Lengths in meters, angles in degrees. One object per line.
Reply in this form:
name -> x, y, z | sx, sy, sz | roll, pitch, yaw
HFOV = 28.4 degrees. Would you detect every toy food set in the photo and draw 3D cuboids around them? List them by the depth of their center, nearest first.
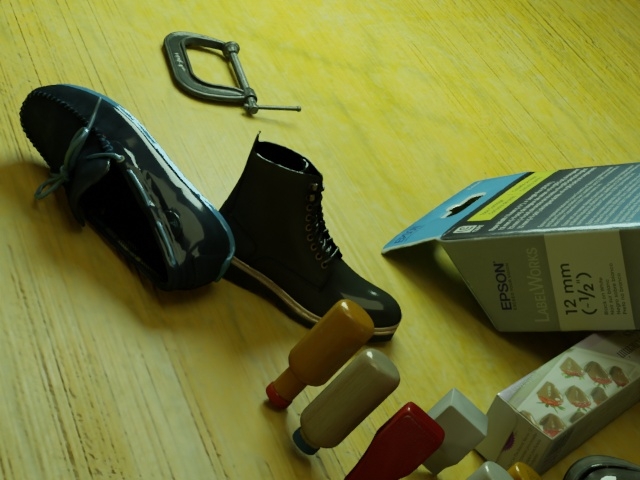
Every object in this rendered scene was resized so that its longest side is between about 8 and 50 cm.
toy food set -> 0.064, 0.168, 1.005 | 0.232, 0.104, 0.111 | 42, 18, -4

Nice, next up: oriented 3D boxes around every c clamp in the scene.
c clamp -> -0.112, -0.194, 1.466 | 0.137, 0.022, 0.161 | -1, 41, -26

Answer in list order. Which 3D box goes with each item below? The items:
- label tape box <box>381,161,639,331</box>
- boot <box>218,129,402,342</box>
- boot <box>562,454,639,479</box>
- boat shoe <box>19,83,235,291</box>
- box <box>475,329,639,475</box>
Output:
label tape box -> 0.275, 0.003, 1.300 | 0.347, 0.115, 0.249 | -6, 15, 33
boot -> 0.000, 0.000, 1.138 | 0.198, 0.137, 0.077 | 24, 32, -2
boot -> 0.306, 0.241, 0.948 | 0.263, 0.091, 0.229 | 12, 3, -2
boat shoe -> -0.187, -0.055, 1.129 | 0.258, 0.109, 0.089 | 36, 37, 22
box -> 0.257, 0.133, 1.182 | 0.063, 0.067, 0.324 | 39, 36, 24
